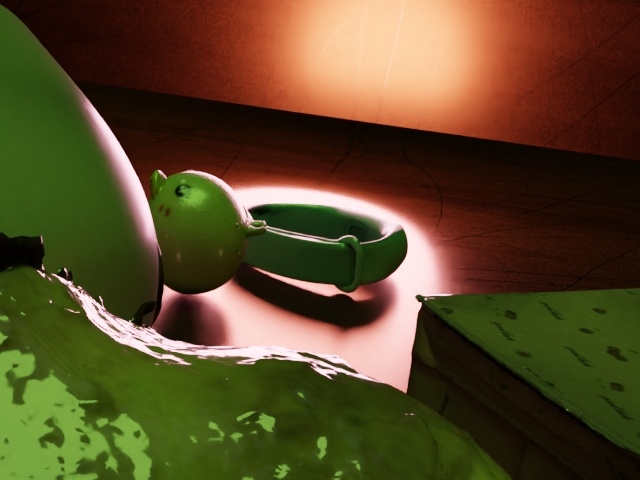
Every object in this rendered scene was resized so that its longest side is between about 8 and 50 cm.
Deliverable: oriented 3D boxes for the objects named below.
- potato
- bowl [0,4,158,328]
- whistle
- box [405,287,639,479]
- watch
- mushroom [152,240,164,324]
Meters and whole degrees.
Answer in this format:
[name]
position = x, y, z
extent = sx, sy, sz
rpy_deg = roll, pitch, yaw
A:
[potato]
position = -0.050, 0.169, 0.363
extent = 0.237, 0.288, 0.301
rpy_deg = 33, -9, 21
[bowl]
position = -0.200, 0.073, 0.522
extent = 0.185, 0.354, 0.354
rpy_deg = 38, 24, 14
[whistle]
position = -0.205, -0.015, 1.174
extent = 0.294, 0.141, 0.141
rpy_deg = 5, 14, -3
[box]
position = 0.220, 0.149, 0.644
extent = 0.297, 0.190, 0.225
rpy_deg = -1, 17, -27
[watch]
position = 0.000, 0.000, 1.350
extent = 0.195, 0.068, 0.237
rpy_deg = -4, 18, -36
[mushroom]
position = -0.352, 0.049, 0.783
extent = 0.314, 0.224, 0.397
rpy_deg = 29, 29, 21
